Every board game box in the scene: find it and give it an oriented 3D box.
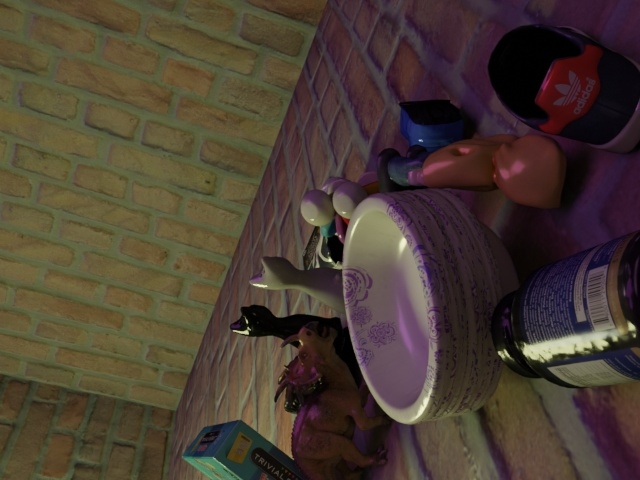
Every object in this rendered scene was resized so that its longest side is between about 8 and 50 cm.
[{"bbox_3d":[-0.108,0.442,1.286,0.079,0.254,0.336,-53,6,-25],"label":"board game box"},{"bbox_3d":[0.000,0.000,1.820,0.126,0.026,0.186,-100,30,-59],"label":"board game box"}]

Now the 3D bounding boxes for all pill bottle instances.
[{"bbox_3d":[0.251,0.068,0.627,0.219,0.123,0.122,142,142,-66],"label":"pill bottle"}]

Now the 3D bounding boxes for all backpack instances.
[{"bbox_3d":[0.192,-0.181,1.175,0.120,0.098,0.101,-107,7,-65],"label":"backpack"}]

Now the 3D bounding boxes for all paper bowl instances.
[{"bbox_3d":[0.141,0.076,0.878,0.284,0.148,0.284,173,90,-71],"label":"paper bowl"}]

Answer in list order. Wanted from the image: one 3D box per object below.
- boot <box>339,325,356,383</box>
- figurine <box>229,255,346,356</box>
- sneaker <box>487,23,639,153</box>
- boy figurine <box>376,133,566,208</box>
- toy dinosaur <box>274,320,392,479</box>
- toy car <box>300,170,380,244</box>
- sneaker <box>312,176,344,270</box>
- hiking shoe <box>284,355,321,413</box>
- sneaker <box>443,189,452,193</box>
[{"bbox_3d":[0.051,0.238,1.338,0.099,0.045,0.121,-94,17,-59],"label":"boot"},{"bbox_3d":[-0.041,0.118,1.275,0.092,0.209,0.215,-92,21,-49],"label":"figurine"},{"bbox_3d":[0.258,-0.211,0.850,0.350,0.148,0.131,-113,42,-68],"label":"sneaker"},{"bbox_3d":[0.208,-0.092,0.923,0.285,0.177,0.092,9,107,52],"label":"boy figurine"},{"bbox_3d":[0.002,0.295,1.150,0.127,0.200,0.295,149,135,-69],"label":"toy dinosaur"},{"bbox_3d":[0.061,-0.057,1.427,0.182,0.159,0.136,-11,101,35],"label":"toy car"},{"bbox_3d":[0.045,-0.036,1.563,0.153,0.094,0.235,162,123,-71],"label":"sneaker"},{"bbox_3d":[-0.031,0.275,1.521,0.114,0.086,0.227,-97,26,-49],"label":"hiking shoe"},{"bbox_3d":[0.159,0.019,1.132,0.221,0.087,0.083,-60,-25,4],"label":"sneaker"}]
